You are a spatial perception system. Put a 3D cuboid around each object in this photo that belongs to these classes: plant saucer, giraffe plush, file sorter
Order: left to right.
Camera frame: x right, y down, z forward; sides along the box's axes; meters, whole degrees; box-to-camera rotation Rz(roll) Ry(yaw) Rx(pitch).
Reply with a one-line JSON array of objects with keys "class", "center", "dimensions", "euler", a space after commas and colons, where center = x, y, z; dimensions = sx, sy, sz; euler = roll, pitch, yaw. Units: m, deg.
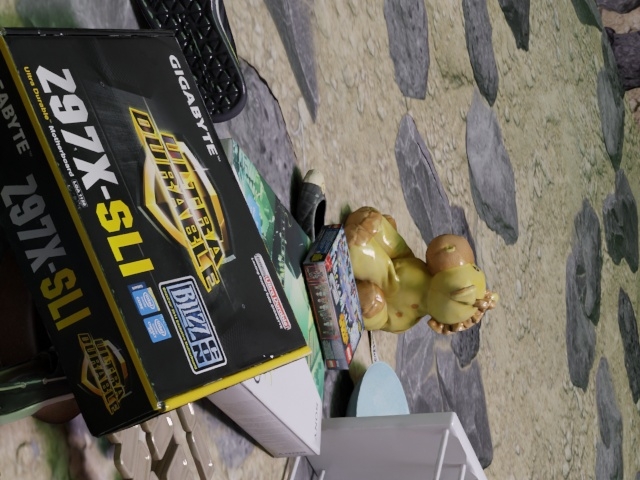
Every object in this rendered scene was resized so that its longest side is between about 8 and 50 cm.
[{"class": "plant saucer", "center": [-0.216, 0.070, 1.297], "dimensions": [0.168, 0.029, 0.168], "euler": [-7, 90, -69]}, {"class": "plant saucer", "center": [0.066, 0.247, 1.908], "dimensions": [0.195, 0.037, 0.195], "euler": [-6, 90, -68]}, {"class": "file sorter", "center": [0.088, 0.349, 1.734], "dimensions": [0.173, 0.193, 0.278], "euler": [-73, 147, -40]}, {"class": "giraffe plush", "center": [0.129, 0.055, 1.942], "dimensions": [0.181, 0.170, 0.210], "euler": [-52, 131, -60]}]

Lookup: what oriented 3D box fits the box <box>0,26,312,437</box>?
[{"class": "box", "center": [-0.153, -0.019, 1.280], "dimensions": [0.257, 0.079, 0.322], "euler": [-14, 79, -61]}]

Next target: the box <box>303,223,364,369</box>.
[{"class": "box", "center": [0.017, 0.062, 1.713], "dimensions": [0.094, 0.027, 0.137], "euler": [-63, 145, -59]}]

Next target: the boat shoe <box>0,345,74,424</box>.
[{"class": "boat shoe", "center": [-0.215, 0.105, 1.215], "dimensions": [0.125, 0.046, 0.038], "euler": [-21, 118, -33]}]

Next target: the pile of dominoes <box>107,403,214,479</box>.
[{"class": "pile of dominoes", "center": [-0.161, 0.170, 1.367], "dimensions": [0.196, 0.040, 0.251], "euler": [-72, 148, -64]}]

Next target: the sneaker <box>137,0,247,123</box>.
[{"class": "sneaker", "center": [-0.136, -0.227, 1.549], "dimensions": [0.097, 0.084, 0.235], "euler": [-106, -178, -72]}]

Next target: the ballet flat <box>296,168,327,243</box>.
[{"class": "ballet flat", "center": [0.000, 0.000, 1.807], "dimensions": [0.057, 0.049, 0.173], "euler": [28, 58, -64]}]

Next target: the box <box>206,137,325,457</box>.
[{"class": "box", "center": [-0.065, 0.069, 1.583], "dimensions": [0.322, 0.058, 0.232], "euler": [55, 34, -61]}]
